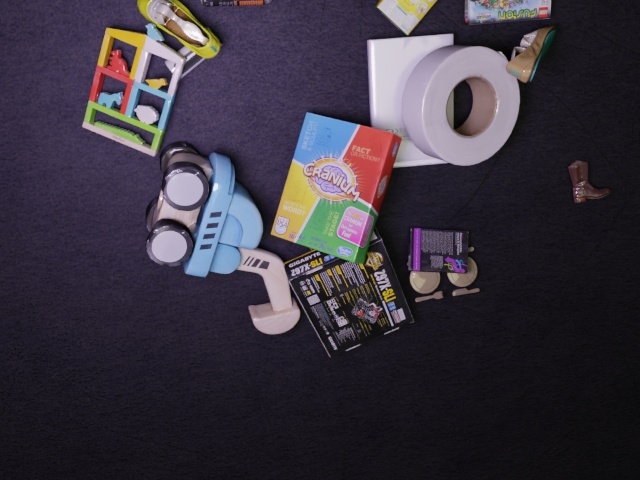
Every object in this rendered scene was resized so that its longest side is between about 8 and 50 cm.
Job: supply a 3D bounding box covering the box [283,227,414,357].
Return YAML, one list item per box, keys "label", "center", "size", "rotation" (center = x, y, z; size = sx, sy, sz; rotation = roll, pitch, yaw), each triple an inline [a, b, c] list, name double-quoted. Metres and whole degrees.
- label: "box"
  center: [0.081, 0.141, 1.787]
  size: [0.257, 0.079, 0.322]
  rotation: [-25, 128, 1]

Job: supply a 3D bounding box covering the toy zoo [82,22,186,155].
- label: "toy zoo"
  center: [-0.434, -0.367, 1.591]
  size: [0.192, 0.030, 0.293]
  rotation: [22, 112, 0]

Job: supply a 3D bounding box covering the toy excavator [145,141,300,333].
- label: "toy excavator"
  center: [-0.217, 0.013, 1.704]
  size: [0.445, 0.222, 0.433]
  rotation: [13, 108, -19]

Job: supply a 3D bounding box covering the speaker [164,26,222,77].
- label: "speaker"
  center: [-0.299, -0.444, 1.605]
  size: [0.136, 0.055, 0.055]
  rotation: [-36, 109, 6]

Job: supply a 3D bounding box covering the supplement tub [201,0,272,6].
- label: "supplement tub"
  center: [-0.178, -0.593, 1.535]
  size: [0.190, 0.117, 0.117]
  rotation: [-4, 109, -6]

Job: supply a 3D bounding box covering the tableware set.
- label: "tableware set"
  center: [0.334, 0.091, 1.864]
  size: [0.194, 0.039, 0.128]
  rotation: [-9, 94, -9]

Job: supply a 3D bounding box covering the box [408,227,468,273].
- label: "box"
  center: [0.318, 0.029, 1.824]
  size: [0.162, 0.029, 0.116]
  rotation: [3, 82, -6]

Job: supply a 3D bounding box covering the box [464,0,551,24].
- label: "box"
  center: [0.456, -0.590, 1.648]
  size: [0.207, 0.036, 0.114]
  rotation: [-6, 109, -4]

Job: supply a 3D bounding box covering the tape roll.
- label: "tape roll"
  center: [0.343, -0.330, 1.650]
  size: [0.286, 0.100, 0.286]
  rotation: [-7, 109, -22]

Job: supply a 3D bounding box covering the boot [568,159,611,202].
- label: "boot"
  center: [0.725, -0.168, 1.824]
  size: [0.106, 0.037, 0.114]
  rotation: [-16, 105, -3]

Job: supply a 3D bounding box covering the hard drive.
- label: "hard drive"
  center: [0.228, -0.347, 1.703]
  size: [0.210, 0.040, 0.318]
  rotation: [-6, 109, -5]

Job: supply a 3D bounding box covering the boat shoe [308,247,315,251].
- label: "boat shoe"
  center: [0.000, 0.000, 1.780]
  size: [0.081, 0.068, 0.227]
  rotation: [-27, 109, 3]

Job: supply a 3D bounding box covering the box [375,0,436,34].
- label: "box"
  center: [0.227, -0.596, 1.619]
  size: [0.105, 0.043, 0.179]
  rotation: [39, 103, -16]

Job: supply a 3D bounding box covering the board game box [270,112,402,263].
- label: "board game box"
  center: [0.035, -0.129, 1.644]
  size: [0.242, 0.064, 0.316]
  rotation: [18, 93, 25]

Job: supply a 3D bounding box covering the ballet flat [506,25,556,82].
- label: "ballet flat"
  center: [0.506, -0.462, 1.629]
  size: [0.073, 0.232, 0.080]
  rotation: [24, 138, 15]

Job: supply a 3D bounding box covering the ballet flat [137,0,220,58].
- label: "ballet flat"
  center: [-0.326, -0.499, 1.537]
  size: [0.231, 0.077, 0.077]
  rotation: [37, 96, 3]
